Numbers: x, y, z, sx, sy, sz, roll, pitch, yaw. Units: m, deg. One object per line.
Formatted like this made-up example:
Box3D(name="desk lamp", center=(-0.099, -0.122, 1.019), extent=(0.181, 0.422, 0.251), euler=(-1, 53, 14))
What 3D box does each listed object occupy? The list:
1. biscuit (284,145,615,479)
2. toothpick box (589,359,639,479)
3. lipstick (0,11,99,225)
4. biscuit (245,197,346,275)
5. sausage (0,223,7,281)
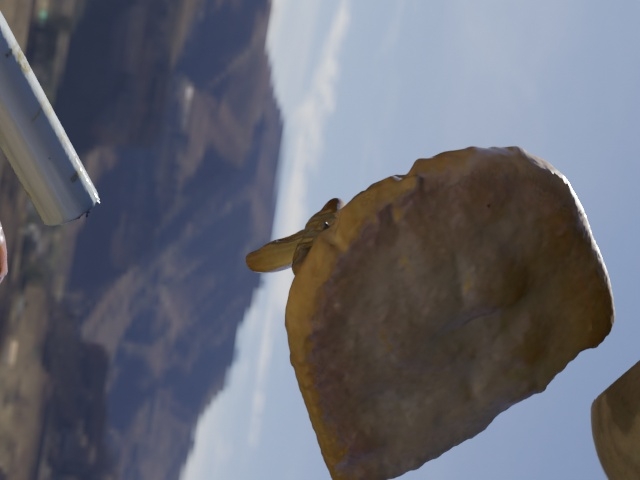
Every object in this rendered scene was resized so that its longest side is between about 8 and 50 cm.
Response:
Box3D(name="biscuit", center=(0.165, 0.085, 2.046), extent=(0.104, 0.429, 0.446), euler=(-124, -167, -50))
Box3D(name="toothpick box", center=(0.585, 0.280, 2.097), extent=(0.409, 0.425, 0.409), euler=(-39, 169, -9))
Box3D(name="lipstick", center=(-0.275, -0.132, 1.443), extent=(0.059, 0.059, 0.264), euler=(-94, 162, -61))
Box3D(name="biscuit", center=(0.001, 0.000, 2.176), extent=(0.047, 0.164, 0.208), euler=(62, -17, -12))
Box3D(name="sausage", center=(-0.438, -0.136, 1.775), extent=(0.094, 0.094, 0.419), euler=(-18, -84, 60))
